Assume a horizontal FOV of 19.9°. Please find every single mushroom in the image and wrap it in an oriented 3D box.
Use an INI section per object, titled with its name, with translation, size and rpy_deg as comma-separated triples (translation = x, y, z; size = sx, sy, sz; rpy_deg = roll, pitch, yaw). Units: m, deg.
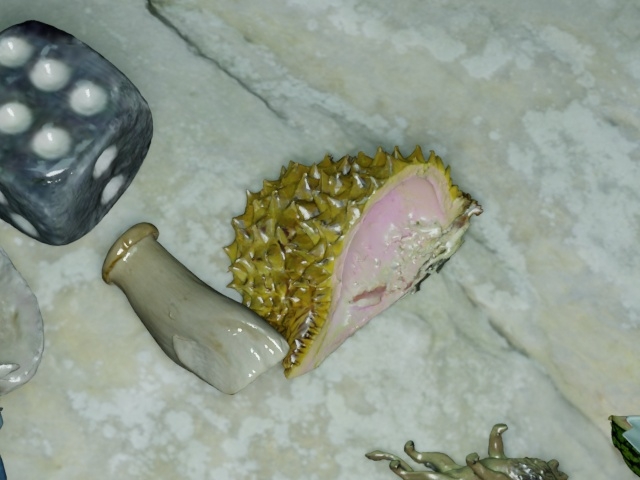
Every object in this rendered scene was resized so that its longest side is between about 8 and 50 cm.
[mushroom]
translation = -0.139, 0.084, 1.974
size = 0.096, 0.108, 0.247
rpy_deg = -41, 63, -20

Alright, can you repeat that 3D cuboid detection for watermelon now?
[watermelon]
translation = 0.393, 0.240, 1.988
size = 0.163, 0.087, 0.069
rpy_deg = 8, 105, 1

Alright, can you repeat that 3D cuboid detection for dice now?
[dice]
translation = -0.301, -0.116, 2.001
size = 0.182, 0.183, 0.181
rpy_deg = 32, 71, 11

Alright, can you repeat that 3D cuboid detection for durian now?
[durian]
translation = 0.001, -0.013, 2.033
size = 0.305, 0.185, 0.195
rpy_deg = -46, 55, -11

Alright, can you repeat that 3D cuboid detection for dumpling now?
[dumpling]
translation = -0.435, 0.095, 1.939
size = 0.293, 0.163, 0.204
rpy_deg = 5, 34, -1

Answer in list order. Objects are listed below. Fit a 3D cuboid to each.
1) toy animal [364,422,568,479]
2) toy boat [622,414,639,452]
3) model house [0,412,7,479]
[toy animal]
translation = 0.156, 0.240, 1.950
size = 0.219, 0.086, 0.069
rpy_deg = 9, 29, 5
[toy boat]
translation = 0.448, 0.200, 1.930
size = 0.291, 0.067, 0.220
rpy_deg = 3, 42, -29
[model house]
translation = -0.479, 0.324, 1.748
size = 0.445, 0.395, 0.400
rpy_deg = 21, 51, 22
